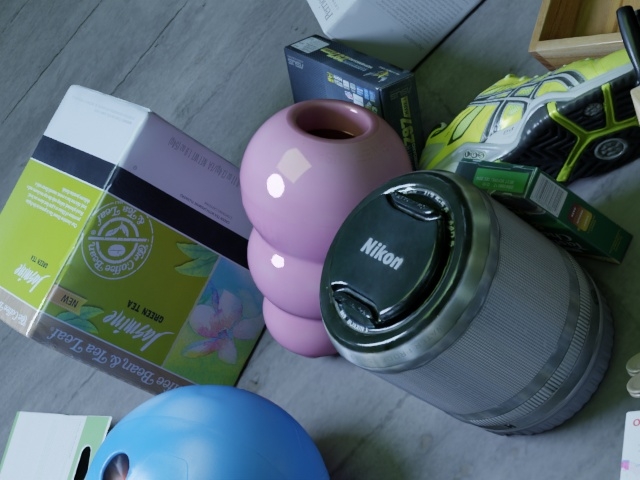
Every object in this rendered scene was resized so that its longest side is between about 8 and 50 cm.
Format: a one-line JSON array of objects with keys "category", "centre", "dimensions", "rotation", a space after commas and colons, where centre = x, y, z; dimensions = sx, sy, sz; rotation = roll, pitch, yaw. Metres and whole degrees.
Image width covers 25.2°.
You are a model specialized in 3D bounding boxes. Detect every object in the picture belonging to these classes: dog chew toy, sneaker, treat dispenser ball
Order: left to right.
[{"category": "treat dispenser ball", "centre": [-0.129, 0.309, 1.640], "dimensions": [0.288, 0.288, 0.288], "rotation": [-26, 49, 34]}, {"category": "dog chew toy", "centre": [0.000, 0.000, 1.729], "dimensions": [0.206, 0.206, 0.332], "rotation": [-126, 34, -49]}, {"category": "sneaker", "centre": [0.255, -0.145, 1.642], "dimensions": [0.385, 0.145, 0.147], "rotation": [-27, 49, 31]}]

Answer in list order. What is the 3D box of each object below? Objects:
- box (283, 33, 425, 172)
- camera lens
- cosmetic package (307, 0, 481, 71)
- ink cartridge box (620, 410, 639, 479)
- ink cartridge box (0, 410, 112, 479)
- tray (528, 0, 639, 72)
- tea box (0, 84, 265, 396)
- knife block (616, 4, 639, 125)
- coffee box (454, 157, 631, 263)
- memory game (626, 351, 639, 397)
[{"category": "box", "centre": [0.047, -0.150, 1.844], "dimensions": [0.059, 0.183, 0.233], "rotation": [-25, 32, -23]}, {"category": "camera lens", "centre": [0.152, 0.068, 1.505], "dimensions": [0.219, 0.274, 0.219], "rotation": [-26, 49, 34]}, {"category": "cosmetic package", "centre": [0.094, -0.344, 1.935], "dimensions": [0.184, 0.151, 0.151], "rotation": [-44, 40, 17]}, {"category": "ink cartridge box", "centre": [0.344, 0.222, 1.346], "dimensions": [0.092, 0.090, 0.143], "rotation": [-11, 57, 42]}, {"category": "ink cartridge box", "centre": [-0.382, 0.337, 2.078], "dimensions": [0.235, 0.056, 0.171], "rotation": [-3, 64, 42]}, {"category": "tray", "centre": [0.399, -0.397, 1.708], "dimensions": [0.203, 0.076, 0.411], "rotation": [1, 67, 47]}, {"category": "tea box", "centre": [-0.237, 0.018, 1.912], "dimensions": [0.220, 0.329, 0.323], "rotation": [23, 85, 51]}, {"category": "knife block", "centre": [0.363, -0.115, 1.432], "dimensions": [0.242, 0.088, 0.275], "rotation": [31, 102, 35]}, {"category": "coffee box", "centre": [0.241, -0.031, 1.549], "dimensions": [0.113, 0.184, 0.040], "rotation": [12, 77, 48]}, {"category": "memory game", "centre": [0.381, 0.102, 1.378], "dimensions": [0.186, 0.012, 0.186], "rotation": [-27, 18, 10]}]
